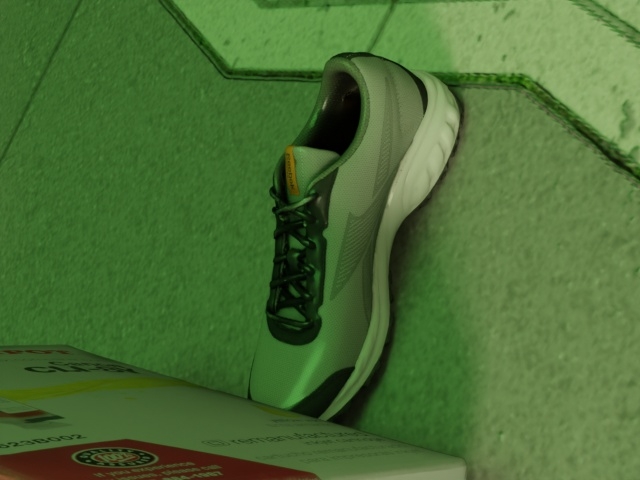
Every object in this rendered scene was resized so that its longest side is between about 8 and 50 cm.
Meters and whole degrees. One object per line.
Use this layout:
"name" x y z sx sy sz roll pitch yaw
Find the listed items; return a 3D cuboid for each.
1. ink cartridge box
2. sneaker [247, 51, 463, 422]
"ink cartridge box" -0.153 0.170 0.778 0.385 0.279 0.160 9 93 42
"sneaker" 0.000 0.000 0.889 0.100 0.108 0.271 12 82 48
